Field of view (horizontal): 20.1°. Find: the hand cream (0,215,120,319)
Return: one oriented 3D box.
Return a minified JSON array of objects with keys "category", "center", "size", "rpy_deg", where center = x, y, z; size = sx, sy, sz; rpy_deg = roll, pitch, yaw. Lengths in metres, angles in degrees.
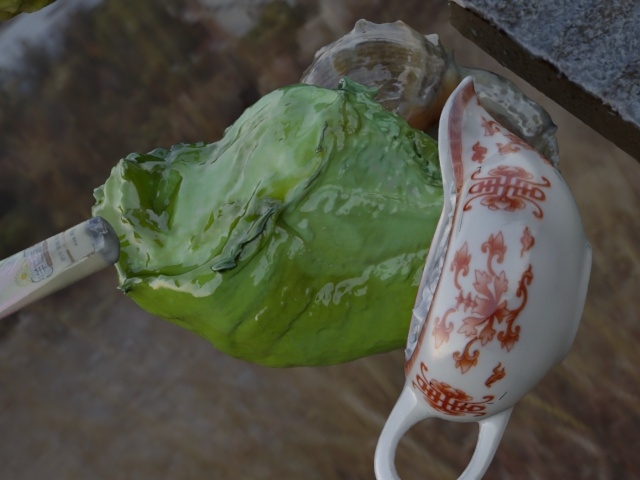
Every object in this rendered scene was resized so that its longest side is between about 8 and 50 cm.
[{"category":"hand cream","center":[-0.223,0.024,1.392],"size":[0.143,0.039,0.061],"rpy_deg":[-25,54,3]}]

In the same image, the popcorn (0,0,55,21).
[{"category":"popcorn","center":[-0.256,-0.293,1.272],"size":[0.282,0.282,0.247],"rpy_deg":[-10,47,36]}]

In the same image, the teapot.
[{"category":"teapot","center":[0.092,0.037,1.030],"size":[0.159,0.116,0.245],"rpy_deg":[158,130,-74]}]

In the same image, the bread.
[{"category":"bread","center":[0.347,-0.192,1.985],"size":[0.416,0.113,0.165],"rpy_deg":[38,70,20]}]

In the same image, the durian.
[{"category":"durian","center":[0.000,0.000,1.525],"size":[0.256,0.340,0.204],"rpy_deg":[-43,28,34]}]

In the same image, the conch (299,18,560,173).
[{"category":"conch","center":[0.107,-0.067,1.979],"size":[0.297,0.210,0.352],"rpy_deg":[6,67,-2]}]
